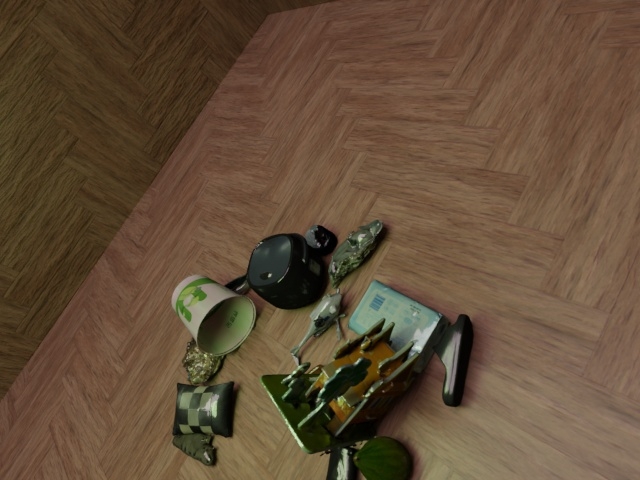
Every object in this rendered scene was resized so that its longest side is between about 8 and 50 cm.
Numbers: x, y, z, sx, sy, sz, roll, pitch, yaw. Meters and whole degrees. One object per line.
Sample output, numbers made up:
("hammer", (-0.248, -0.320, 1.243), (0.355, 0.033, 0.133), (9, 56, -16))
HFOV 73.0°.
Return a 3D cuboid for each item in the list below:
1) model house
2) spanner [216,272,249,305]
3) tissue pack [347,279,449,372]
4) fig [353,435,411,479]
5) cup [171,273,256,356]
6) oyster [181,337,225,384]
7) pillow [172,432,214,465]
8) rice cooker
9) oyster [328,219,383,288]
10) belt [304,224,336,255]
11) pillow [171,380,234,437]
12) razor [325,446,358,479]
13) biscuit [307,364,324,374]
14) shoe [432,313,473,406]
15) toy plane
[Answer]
("model house", (0.072, 0.330, 1.106), (0.242, 0.357, 0.313), (43, 103, 38))
("spanner", (-0.311, 0.171, 1.800), (0.324, 0.040, 0.096), (-31, 39, 13))
("tissue pack", (0.226, 0.248, 1.283), (0.263, 0.089, 0.177), (26, 83, 44))
("fig", (0.149, 0.554, 1.085), (0.123, 0.156, 0.123), (-26, 46, 31))
("cup", (-0.422, 0.268, 1.663), (0.273, 0.253, 0.253), (29, 82, 40))
("oyster", (-0.466, 0.454, 1.712), (0.198, 0.092, 0.260), (-19, 48, 24))
("pillow", (-0.443, 0.717, 1.537), (0.240, 0.051, 0.093), (0, 53, 41))
("rice cooker", (-0.118, 0.112, 1.559), (0.267, 0.224, 0.268), (-22, 51, 29))
("oyster", (0.124, 0.035, 1.511), (0.199, 0.087, 0.252), (-13, 46, 44))
("belt", (0.000, 0.000, 1.660), (0.105, 0.058, 0.140), (-54, 46, 5))
("pillow", (-0.420, 0.600, 1.544), (0.249, 0.106, 0.186), (-8, 67, 21))
("razor", (0.056, 0.637, 1.176), (0.089, 0.054, 0.148), (-9, 55, 35))
("biscuit", (-0.015, 0.506, 1.340), (0.182, 0.034, 0.216), (21, 77, 46))
("shoe", (0.335, 0.306, 1.139), (0.093, 0.108, 0.241), (1, 66, 36))
("toy plane", (-0.021, 0.282, 1.451), (0.273, 0.107, 0.182), (-38, 39, 19))
